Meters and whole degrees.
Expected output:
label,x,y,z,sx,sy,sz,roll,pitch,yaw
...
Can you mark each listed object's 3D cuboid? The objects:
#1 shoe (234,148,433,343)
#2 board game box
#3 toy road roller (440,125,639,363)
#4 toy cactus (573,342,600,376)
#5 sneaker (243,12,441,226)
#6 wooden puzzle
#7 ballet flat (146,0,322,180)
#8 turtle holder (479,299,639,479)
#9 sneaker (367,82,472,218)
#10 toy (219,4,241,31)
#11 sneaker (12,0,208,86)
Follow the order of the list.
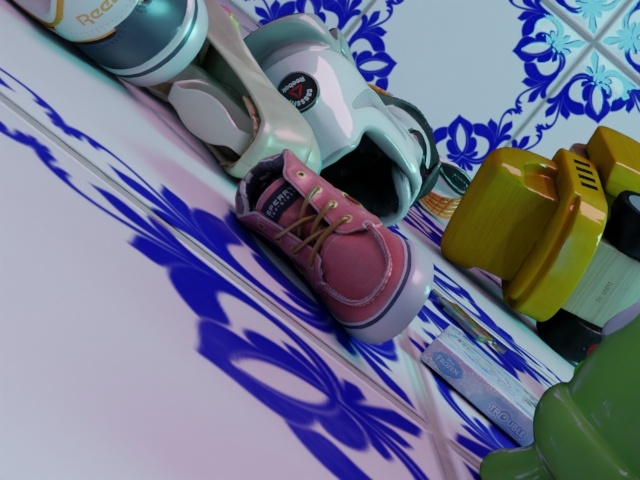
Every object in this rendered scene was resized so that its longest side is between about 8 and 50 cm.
label,x,y,z,sx,sy,sz,roll,pitch,yaw
shoe,0.000,0.000,0.704,0.081,0.063,0.178,35,4,-20
board game box,0.110,0.095,0.805,0.090,0.020,0.090,41,8,8
toy road roller,0.277,-0.026,1.471,0.240,0.202,0.329,26,24,-7
toy cactus,0.263,0.152,0.961,0.180,0.112,0.219,18,29,-42
sneaker,0.036,-0.060,1.053,0.330,0.122,0.146,29,32,-62
wooden puzzle,0.126,0.070,1.051,0.083,0.006,0.049,44,9,25
ballet flat,-0.086,-0.118,0.903,0.086,0.086,0.248,30,14,-49
turtle holder,0.221,0.094,0.580,0.320,0.227,0.243,34,11,-34
sneaker,0.109,-0.134,1.816,0.262,0.099,0.121,45,-1,-17
toy,-0.126,-0.265,1.553,0.237,0.056,0.137,34,9,-34
sneaker,-0.203,-0.249,0.891,0.321,0.126,0.127,47,5,33
